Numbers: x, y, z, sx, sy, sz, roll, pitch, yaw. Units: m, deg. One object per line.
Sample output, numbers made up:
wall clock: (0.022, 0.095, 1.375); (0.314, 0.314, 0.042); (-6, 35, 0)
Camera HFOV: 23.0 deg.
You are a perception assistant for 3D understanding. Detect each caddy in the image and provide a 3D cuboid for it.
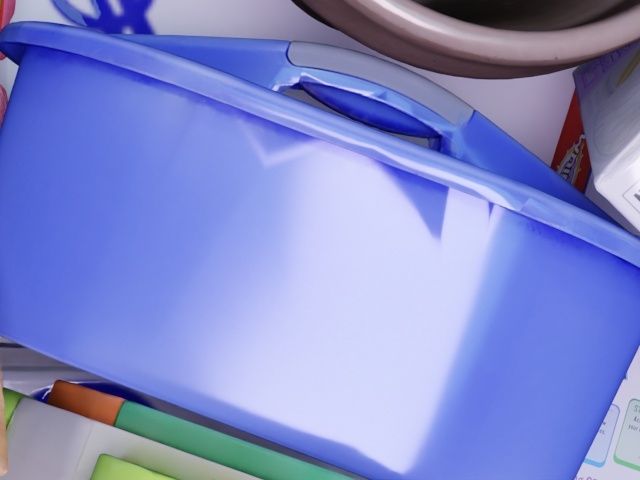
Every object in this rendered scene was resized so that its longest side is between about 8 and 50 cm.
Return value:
caddy: (0.000, 0.000, 0.725); (0.341, 0.241, 0.179); (20, 85, 2)

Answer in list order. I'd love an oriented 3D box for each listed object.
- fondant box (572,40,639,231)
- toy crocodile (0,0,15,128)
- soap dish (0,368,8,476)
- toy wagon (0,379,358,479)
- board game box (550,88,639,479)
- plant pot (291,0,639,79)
fondant box: (0.266, 0.027, 0.730); (0.096, 0.238, 0.330); (-43, 98, 16)
toy crocodile: (-0.197, -0.064, 0.759); (0.105, 0.115, 0.340); (10, 83, -38)
soap dish: (-0.282, 0.037, 0.610); (0.229, 0.291, 0.118); (38, 52, -32)
toy wagon: (-0.020, 0.124, 0.658); (0.267, 0.344, 0.068); (17, 80, 15)
board game box: (0.232, 0.039, 0.881); (0.242, 0.064, 0.316); (21, 80, -12)
plant pot: (0.055, -0.197, 0.772); (0.263, 0.229, 0.263); (1, 86, -14)
